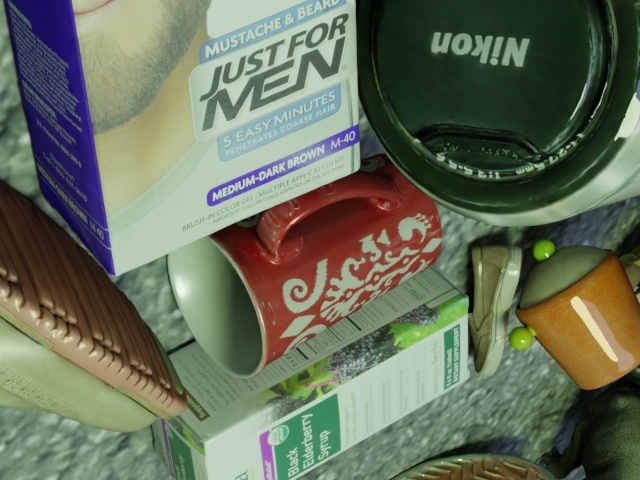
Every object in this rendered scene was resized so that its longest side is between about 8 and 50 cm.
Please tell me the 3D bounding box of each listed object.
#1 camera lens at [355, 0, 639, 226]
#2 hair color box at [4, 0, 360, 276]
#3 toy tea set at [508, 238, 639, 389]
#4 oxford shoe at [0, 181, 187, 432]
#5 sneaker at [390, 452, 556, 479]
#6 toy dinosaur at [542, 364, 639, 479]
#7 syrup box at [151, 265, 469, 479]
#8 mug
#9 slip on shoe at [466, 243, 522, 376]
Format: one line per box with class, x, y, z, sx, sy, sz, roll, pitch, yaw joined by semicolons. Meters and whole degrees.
camera lens;0.167;-0.130;1.050;0.274;0.219;0.219;-14;131;-55
hair color box;-0.081;-0.163;0.928;0.185;0.110;0.339;-25;133;-24
toy tea set;0.291;-0.006;1.360;0.200;0.124;0.336;-30;-174;39
oxford shoe;-0.240;0.036;0.942;0.146;0.140;0.397;-45;133;11
sneaker;0.074;0.288;1.432;0.302;0.108;0.121;-20;134;-18
toy dinosaur;0.277;0.213;1.476;0.121;0.313;0.160;9;143;-2
syrup box;-0.009;0.101;1.210;0.237;0.096;0.093;-28;136;-24
mug;0.003;0.009;1.118;0.169;0.150;0.113;-25;96;-30
slip on shoe;0.137;0.057;1.349;0.041;0.051;0.135;7;134;0
